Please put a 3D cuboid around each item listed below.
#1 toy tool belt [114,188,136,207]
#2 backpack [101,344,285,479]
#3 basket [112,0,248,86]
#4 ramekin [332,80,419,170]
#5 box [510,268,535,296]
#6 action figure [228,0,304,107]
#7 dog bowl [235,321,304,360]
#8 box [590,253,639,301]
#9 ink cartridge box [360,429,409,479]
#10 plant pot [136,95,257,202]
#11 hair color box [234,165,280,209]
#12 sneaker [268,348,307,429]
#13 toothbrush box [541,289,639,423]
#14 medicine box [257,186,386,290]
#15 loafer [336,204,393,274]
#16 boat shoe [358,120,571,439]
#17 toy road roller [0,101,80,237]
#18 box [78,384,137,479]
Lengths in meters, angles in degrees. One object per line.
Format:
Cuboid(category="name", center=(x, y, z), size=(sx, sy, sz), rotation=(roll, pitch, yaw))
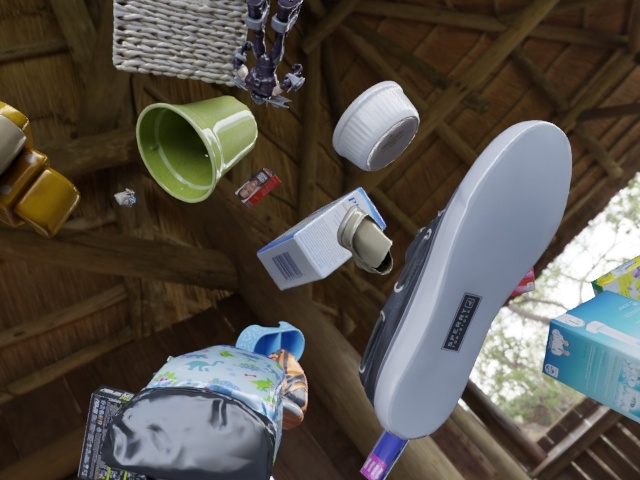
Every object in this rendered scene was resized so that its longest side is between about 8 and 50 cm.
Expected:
Cuboid(category="toy tool belt", center=(-0.537, -0.119, 1.436), size=(0.051, 0.052, 0.083), rotation=(-31, 2, -5))
Cuboid(category="backpack", center=(-0.192, 0.331, 0.986), size=(0.355, 0.290, 0.274), rotation=(75, -156, -69))
Cuboid(category="basket", center=(-0.357, -0.578, 1.312), size=(0.328, 0.331, 0.267), rotation=(3, -62, -20))
Cuboid(category="ramekin", center=(0.176, -0.329, 1.537), size=(0.272, 0.127, 0.273), rotation=(-36, -21, -16))
Cuboid(category="box", center=(0.354, 0.069, 1.206), size=(0.256, 0.123, 0.128), rotation=(-14, -71, 0))
Cuboid(category="action figure", center=(-0.120, -0.427, 1.187), size=(0.285, 0.185, 0.099), rotation=(110, 180, -51))
Cuboid(category="dog bowl", center=(-0.174, 0.390, 1.866), size=(0.297, 0.074, 0.166), rotation=(3, -89, -48))
Cuboid(category="box", center=(0.722, 0.102, 1.185), size=(0.179, 0.043, 0.105), rotation=(-25, -73, -6))
Cuboid(category="ink cartridge box", center=(0.232, 0.534, 1.483), size=(0.324, 0.071, 0.330), rotation=(-56, -17, -6))
Cuboid(category="plant pot", center=(-0.319, -0.284, 1.435), size=(0.254, 0.276, 0.276), rotation=(-43, -21, -45))
Cuboid(category="hair color box", center=(-0.211, -0.177, 1.717), size=(0.141, 0.072, 0.043), rotation=(-43, -40, -3))
Cuboid(category="sneaker", center=(-0.180, 0.349, 1.323), size=(0.125, 0.321, 0.180), rotation=(-56, 10, 32))
Cuboid(category="toothbrush box", center=(0.604, 0.222, 0.936), size=(0.216, 0.295, 0.126), rotation=(-16, -66, -33))
Cuboid(category="medicine box", center=(0.000, 0.000, 1.532), size=(0.289, 0.149, 0.263), rotation=(-38, 8, -32))
Cuboid(category="loafer", center=(0.116, 0.005, 1.204), size=(0.102, 0.092, 0.268), rotation=(-61, -28, -11))
Cuboid(category="boat shoe", center=(0.090, 0.023, 0.360), size=(0.080, 0.076, 0.229), rotation=(17, -81, -27))
Cuboid(category="toy road roller", center=(-0.718, -0.142, 1.223), size=(0.329, 0.240, 0.203), rotation=(-39, 25, 61))
Cuboid(category="box", center=(-0.558, 0.572, 1.461), size=(0.060, 0.216, 0.270), rotation=(-63, -14, -80))
